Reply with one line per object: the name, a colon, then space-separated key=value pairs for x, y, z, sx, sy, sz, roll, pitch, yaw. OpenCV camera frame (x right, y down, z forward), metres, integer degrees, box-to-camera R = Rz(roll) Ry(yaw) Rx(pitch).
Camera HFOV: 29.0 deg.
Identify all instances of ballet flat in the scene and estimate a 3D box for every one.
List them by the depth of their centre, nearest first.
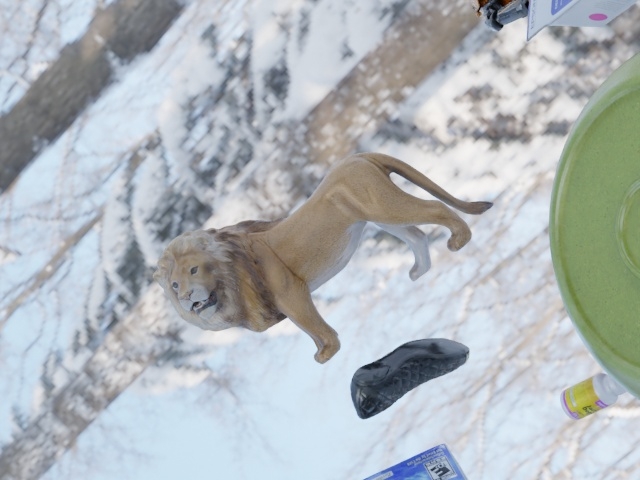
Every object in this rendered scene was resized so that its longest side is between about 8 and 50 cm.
ballet flat: x=0.096 y=0.144 z=1.338 sx=0.173 sy=0.049 sz=0.057 roll=-17 pitch=-151 yaw=-38

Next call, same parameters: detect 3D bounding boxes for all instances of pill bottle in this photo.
pill bottle: x=0.352 y=0.197 z=1.589 sx=0.043 sy=0.083 sz=0.043 roll=26 pitch=-133 yaw=-31

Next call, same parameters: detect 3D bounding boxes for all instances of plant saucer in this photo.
plant saucer: x=0.214 y=-0.007 z=0.743 sx=0.037 sy=0.241 sz=0.241 roll=-2 pitch=-133 yaw=-32

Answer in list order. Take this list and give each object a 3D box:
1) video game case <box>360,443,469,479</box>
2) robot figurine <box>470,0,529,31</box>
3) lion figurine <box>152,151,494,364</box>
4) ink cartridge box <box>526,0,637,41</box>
video game case: x=0.045 y=0.330 z=1.146 sx=0.244 sy=0.269 sz=0.061 roll=-121 pitch=8 yaw=-58
robot figurine: x=0.302 y=-0.374 z=1.747 sx=0.085 sy=0.211 sz=0.291 roll=57 pitch=180 yaw=-11
lion figurine: x=0.000 y=0.000 z=1.552 sx=0.240 sy=0.392 sz=0.142 roll=50 pitch=180 yaw=1
ink cartridge box: x=0.318 y=-0.339 z=1.274 sx=0.069 sy=0.371 sz=0.176 roll=11 pitch=-102 yaw=-15
